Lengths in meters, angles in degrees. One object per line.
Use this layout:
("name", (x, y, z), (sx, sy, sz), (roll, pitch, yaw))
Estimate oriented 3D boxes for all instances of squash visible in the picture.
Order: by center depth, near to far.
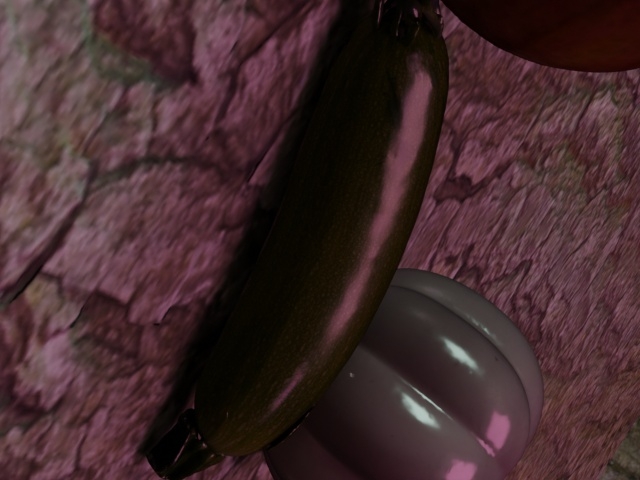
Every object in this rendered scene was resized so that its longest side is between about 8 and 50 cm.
("squash", (0.002, 0.002, 0.721), (0.071, 0.080, 0.318), (-104, -142, -66))

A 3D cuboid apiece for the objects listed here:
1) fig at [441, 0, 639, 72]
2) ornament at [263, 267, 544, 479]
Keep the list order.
("fig", (0.117, -0.163, 0.598), (0.205, 0.205, 0.205), (-45, 155, -28))
("ornament", (0.043, 0.102, 0.847), (0.177, 0.177, 0.177), (-45, 155, -28))
